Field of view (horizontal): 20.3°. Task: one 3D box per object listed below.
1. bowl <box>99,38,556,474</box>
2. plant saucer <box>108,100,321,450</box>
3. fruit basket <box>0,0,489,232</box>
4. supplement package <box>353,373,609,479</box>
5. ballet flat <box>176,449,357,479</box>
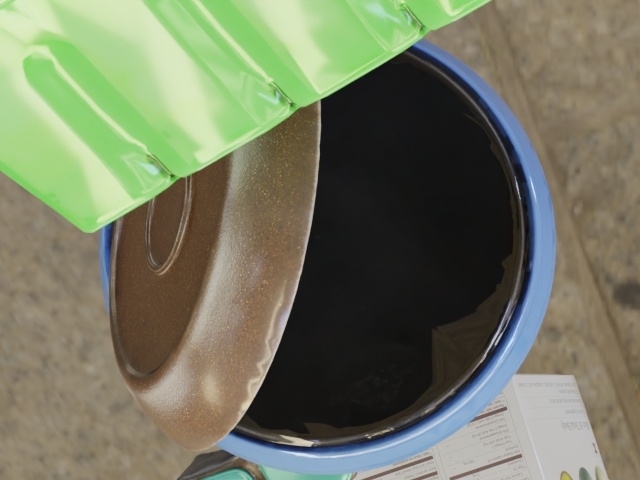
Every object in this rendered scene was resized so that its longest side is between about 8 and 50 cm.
[{"bbox_3d":[0.000,0.000,1.499,0.391,0.077,0.391,-1,84,7],"label":"bowl"},{"bbox_3d":[-0.083,-0.017,1.191,0.050,0.310,0.311,9,58,-22],"label":"plant saucer"},{"bbox_3d":[-0.102,-0.227,0.879,0.392,0.392,0.283,3,30,12],"label":"fruit basket"},{"bbox_3d":[0.174,0.285,1.757,0.198,0.199,0.263,-22,77,23],"label":"supplement package"},{"bbox_3d":[-0.046,0.203,1.635,0.203,0.074,0.074,-19,56,31],"label":"ballet flat"}]
